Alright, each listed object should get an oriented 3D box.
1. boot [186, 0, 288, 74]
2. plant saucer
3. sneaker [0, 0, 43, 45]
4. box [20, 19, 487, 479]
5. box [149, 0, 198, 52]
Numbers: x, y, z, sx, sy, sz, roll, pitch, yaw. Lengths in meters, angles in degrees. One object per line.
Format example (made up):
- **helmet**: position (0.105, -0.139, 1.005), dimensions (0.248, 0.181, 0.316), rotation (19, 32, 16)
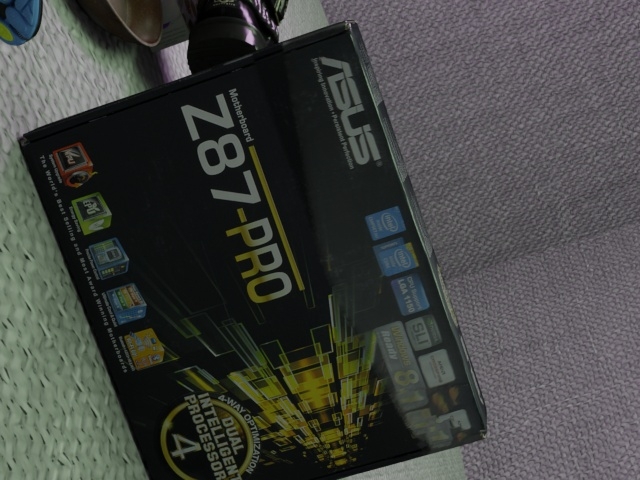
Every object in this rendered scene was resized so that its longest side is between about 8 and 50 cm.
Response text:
- **boot**: position (-0.103, -0.275, 1.636), dimensions (0.348, 0.131, 0.260), rotation (91, 0, -58)
- **plant saucer**: position (-0.272, -0.372, 1.401), dimensions (0.310, 0.050, 0.310), rotation (-17, 90, -81)
- **sneaker**: position (-0.285, -0.265, 1.081), dimensions (0.078, 0.067, 0.188), rotation (27, 43, -68)
- **box**: position (-0.054, 0.034, 1.091), dimensions (0.097, 0.318, 0.394), rotation (-61, 133, -77)
- **box**: position (-0.208, -0.361, 1.696), dimensions (0.324, 0.067, 0.063), rotation (-89, 159, -60)
